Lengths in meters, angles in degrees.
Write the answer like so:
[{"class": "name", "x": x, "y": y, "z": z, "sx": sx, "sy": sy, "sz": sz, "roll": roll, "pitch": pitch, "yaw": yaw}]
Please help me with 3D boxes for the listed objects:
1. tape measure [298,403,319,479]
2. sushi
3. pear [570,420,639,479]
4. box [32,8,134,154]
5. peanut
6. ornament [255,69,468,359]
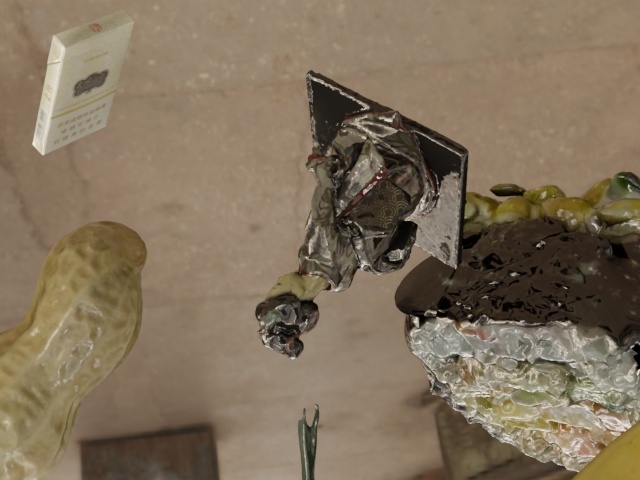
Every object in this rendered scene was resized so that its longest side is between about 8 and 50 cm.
[{"class": "tape measure", "x": -0.084, "y": 0.218, "z": 0.555, "sx": 0.084, "sy": 0.330, "sz": 0.164, "roll": 20, "pitch": 157, "yaw": 40}, {"class": "sushi", "x": 0.294, "y": 0.073, "z": 1.139, "sx": 0.328, "sy": 0.285, "sz": 0.328, "roll": -8, "pitch": 136, "yaw": 50}, {"class": "pear", "x": 0.249, "y": 0.225, "z": 0.561, "sx": 0.309, "sy": 0.309, "sz": 0.309, "roll": -7, "pitch": 155, "yaw": -3}, {"class": "box", "x": -0.251, "y": -0.164, "z": 1.106, "sx": 0.090, "sy": 0.024, "sz": 0.167, "roll": -33, "pitch": 162, "yaw": -38}, {"class": "peanut", "x": -0.270, "y": 0.114, "z": 1.043, "sx": 0.136, "sy": 0.298, "sz": 0.120, "roll": 30, "pitch": 170, "yaw": 6}, {"class": "ornament", "x": 0.000, "y": 0.000, "z": 0.816, "sx": 0.153, "sy": 0.196, "sz": 0.166, "roll": 29, "pitch": 151, "yaw": 24}]
